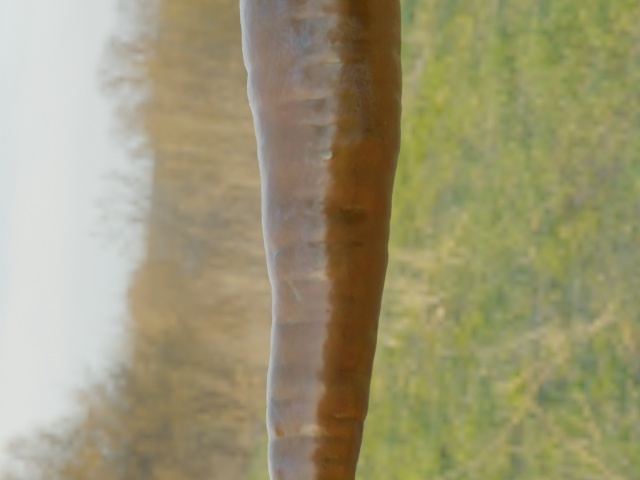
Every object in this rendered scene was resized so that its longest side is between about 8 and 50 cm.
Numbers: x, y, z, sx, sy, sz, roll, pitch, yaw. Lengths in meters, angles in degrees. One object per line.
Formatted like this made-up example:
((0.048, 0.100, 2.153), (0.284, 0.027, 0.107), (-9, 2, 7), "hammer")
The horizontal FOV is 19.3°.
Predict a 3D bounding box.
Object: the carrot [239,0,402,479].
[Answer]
((0.000, 0.000, 0.527), (0.048, 0.048, 0.216), (117, 154, -79), "carrot")
